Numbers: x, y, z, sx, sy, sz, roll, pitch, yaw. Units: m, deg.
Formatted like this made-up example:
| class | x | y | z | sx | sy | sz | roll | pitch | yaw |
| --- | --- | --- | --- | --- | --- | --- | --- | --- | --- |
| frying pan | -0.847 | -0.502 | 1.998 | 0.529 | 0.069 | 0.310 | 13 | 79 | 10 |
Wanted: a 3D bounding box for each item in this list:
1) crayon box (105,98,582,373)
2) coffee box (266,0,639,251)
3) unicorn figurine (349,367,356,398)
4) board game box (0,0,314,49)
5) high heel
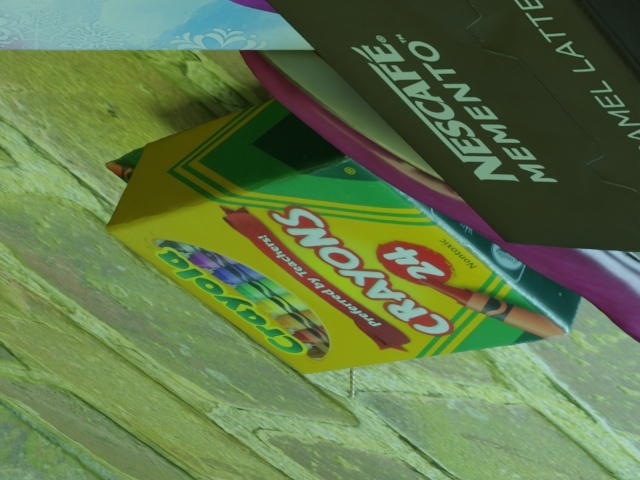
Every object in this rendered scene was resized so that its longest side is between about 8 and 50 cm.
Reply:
| class | x | y | z | sx | sy | sz | roll | pitch | yaw |
| --- | --- | --- | --- | --- | --- | --- | --- | --- | --- |
| crayon box | 0.000 | 0.000 | 1.080 | 0.202 | 0.081 | 0.318 | 37 | 150 | -28 |
| coffee box | 0.095 | -0.137 | 0.439 | 0.098 | 0.246 | 0.141 | 3 | 149 | 48 |
| unicorn figurine | 0.002 | 0.043 | 1.297 | 0.162 | 0.060 | 0.111 | 44 | 160 | -1 |
| board game box | -0.084 | -0.178 | 0.648 | 0.318 | 0.065 | 0.318 | 0 | 158 | 0 |
| high heel | 0.113 | -0.015 | 0.880 | 0.377 | 0.127 | 0.181 | 26 | 150 | -6 |
